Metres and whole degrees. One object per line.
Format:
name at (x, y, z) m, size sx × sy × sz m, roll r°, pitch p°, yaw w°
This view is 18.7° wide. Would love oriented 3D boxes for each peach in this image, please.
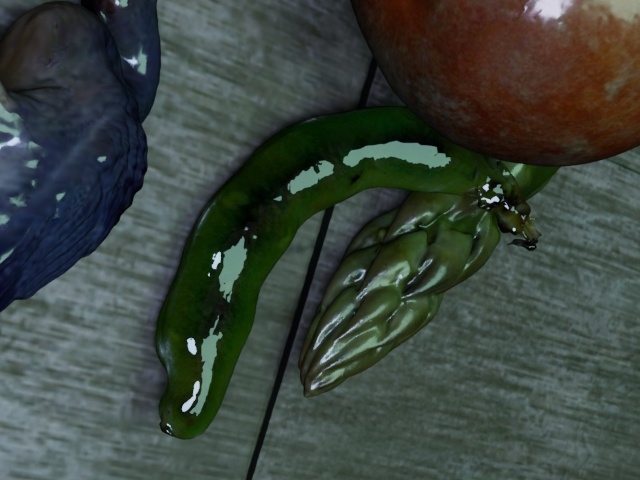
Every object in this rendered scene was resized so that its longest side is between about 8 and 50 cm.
peach at (0.132, -0.165, 1.179) m, size 0.252 × 0.252 × 0.252 m, roll -16°, pitch 113°, yaw -43°

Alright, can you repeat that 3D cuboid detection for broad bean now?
broad bean at (0.000, 0.000, 1.203) m, size 0.292 × 0.049 × 0.144 m, roll -29°, pitch 93°, yaw -22°

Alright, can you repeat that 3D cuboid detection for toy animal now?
toy animal at (-0.165, -0.058, 0.980) m, size 0.185 × 0.122 × 0.298 m, roll 62°, pitch 33°, yaw -44°

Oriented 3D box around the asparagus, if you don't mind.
asparagus at (0.074, -0.001, 1.293) m, size 0.287 × 0.080 × 0.080 m, roll -48°, pitch 132°, yaw -24°
